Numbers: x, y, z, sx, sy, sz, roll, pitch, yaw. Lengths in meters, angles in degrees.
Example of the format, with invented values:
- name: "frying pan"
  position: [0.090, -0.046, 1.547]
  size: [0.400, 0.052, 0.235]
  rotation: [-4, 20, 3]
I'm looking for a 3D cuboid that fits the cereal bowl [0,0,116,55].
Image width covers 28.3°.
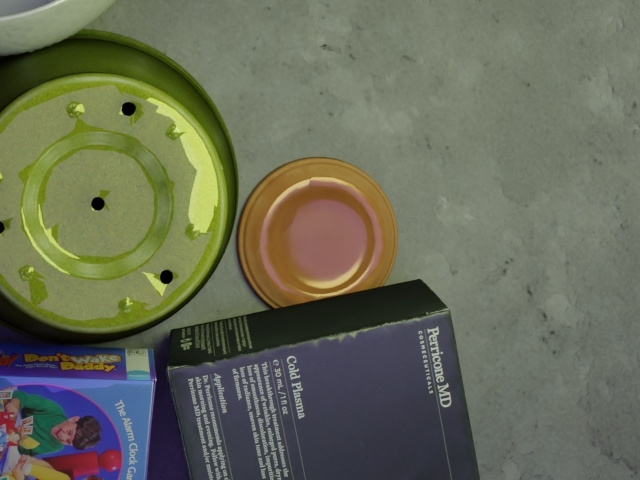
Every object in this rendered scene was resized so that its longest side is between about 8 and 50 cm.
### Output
- name: "cereal bowl"
  position: [-0.339, -0.328, 1.329]
  size: [0.339, 0.141, 0.339]
  rotation: [0, 65, 1]

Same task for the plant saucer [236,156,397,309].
- name: "plant saucer"
  position: [0.000, 0.000, 1.522]
  size: [0.200, 0.037, 0.200]
  rotation: [-1, 96, -13]

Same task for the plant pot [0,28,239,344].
- name: "plant pot"
  position: [-0.238, -0.044, 1.301]
  size: [0.366, 0.353, 0.367]
  rotation: [-1, 96, -13]

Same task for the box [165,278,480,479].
- name: "box"
  position: [0.011, 0.251, 1.449]
  size: [0.312, 0.179, 0.343]
  rotation: [-11, 100, -3]

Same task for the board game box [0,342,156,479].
- name: "board game box"
  position: [-0.313, 0.287, 1.403]
  size: [0.233, 0.078, 0.347]
  rotation: [4, 110, -11]
